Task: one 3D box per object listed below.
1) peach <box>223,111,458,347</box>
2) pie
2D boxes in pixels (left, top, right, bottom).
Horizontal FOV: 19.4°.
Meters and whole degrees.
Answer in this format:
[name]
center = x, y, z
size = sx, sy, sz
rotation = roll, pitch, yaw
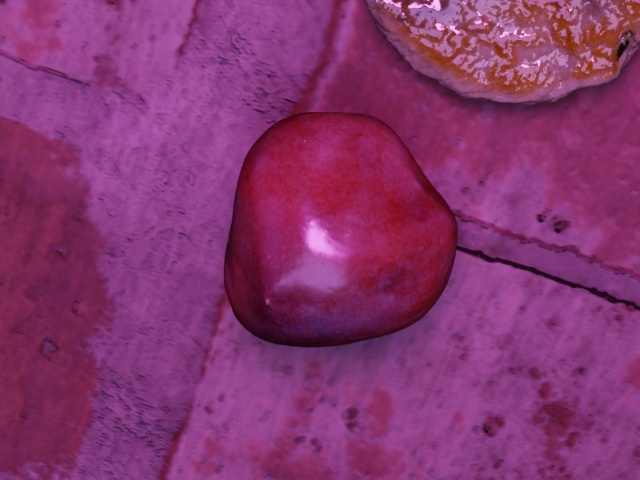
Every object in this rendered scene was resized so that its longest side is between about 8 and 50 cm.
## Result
[peach]
center = 0.000, 0.000, 1.143
size = 0.152, 0.152, 0.152
rotation = 5, 122, 8
[pie]
center = 0.114, -0.163, 1.081
size = 0.187, 0.041, 0.187
rotation = 5, 121, 8
